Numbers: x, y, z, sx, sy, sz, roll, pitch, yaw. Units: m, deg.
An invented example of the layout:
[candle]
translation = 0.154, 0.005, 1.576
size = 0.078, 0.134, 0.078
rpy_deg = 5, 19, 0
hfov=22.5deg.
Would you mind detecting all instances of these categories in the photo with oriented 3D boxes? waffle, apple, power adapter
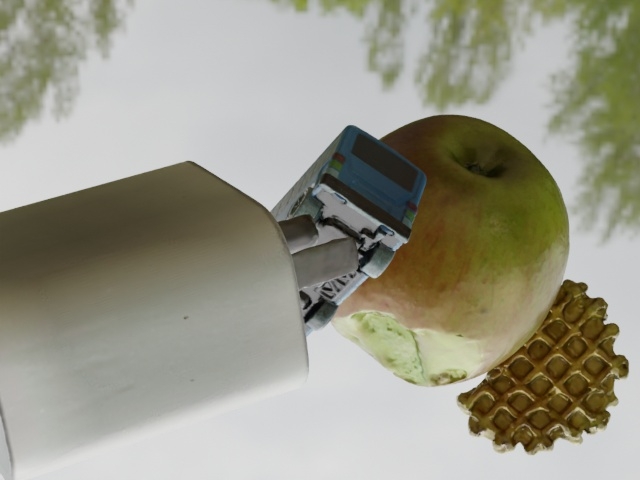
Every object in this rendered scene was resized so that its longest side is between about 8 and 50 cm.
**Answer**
[waffle]
translation = 0.303, 0.171, 2.256
size = 0.249, 0.253, 0.056
rpy_deg = -14, 175, 10
[apple]
translation = 0.160, 0.007, 2.095
size = 0.340, 0.339, 0.339
rpy_deg = 0, -151, 0
[power adapter]
translation = -0.103, 0.035, 0.986
size = 0.255, 0.124, 0.187
rpy_deg = -16, -157, -22

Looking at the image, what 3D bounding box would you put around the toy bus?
[toy bus]
translation = 0.000, 0.000, 1.322
size = 0.090, 0.184, 0.106
rpy_deg = 33, -136, -12
